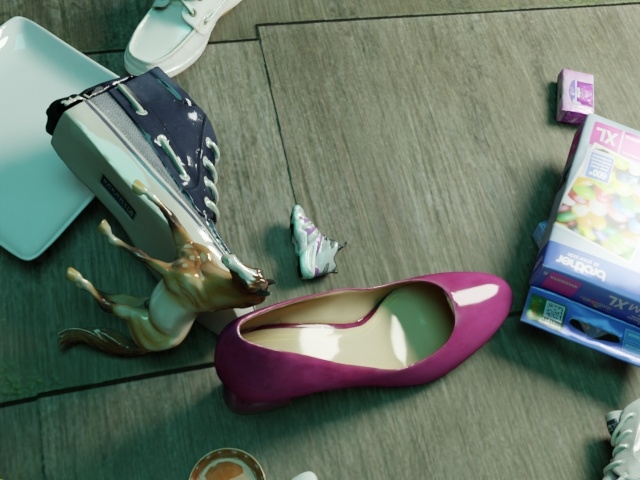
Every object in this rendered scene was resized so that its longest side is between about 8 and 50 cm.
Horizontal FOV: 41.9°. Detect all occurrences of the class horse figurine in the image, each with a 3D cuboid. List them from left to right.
[{"bbox_3d":[-0.179,0.056,0.894,0.174,0.263,0.066,39,35,-10],"label":"horse figurine"}]

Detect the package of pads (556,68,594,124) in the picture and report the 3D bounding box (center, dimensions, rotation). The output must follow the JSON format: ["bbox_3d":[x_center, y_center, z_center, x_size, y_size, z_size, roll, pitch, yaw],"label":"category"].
[{"bbox_3d":[0.370,-0.208,1.212,0.050,0.032,0.083,10,60,-1],"label":"package of pads"}]

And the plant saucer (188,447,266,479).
[{"bbox_3d":[-0.100,0.264,0.893,0.084,0.013,0.083,3,60,-6],"label":"plant saucer"}]

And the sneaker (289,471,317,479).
[{"bbox_3d":[0.069,0.332,0.830,0.297,0.111,0.129,28,55,6],"label":"sneaker"}]

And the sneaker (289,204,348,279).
[{"bbox_3d":[0.000,0.000,1.044,0.069,0.038,0.098,-6,71,-13],"label":"sneaker"}]

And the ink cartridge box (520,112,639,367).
[{"bbox_3d":[0.378,-0.004,1.040,0.186,0.065,0.311,22,62,6],"label":"ink cartridge box"}]

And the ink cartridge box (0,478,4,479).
[{"bbox_3d":[-0.289,0.351,0.690,0.307,0.072,0.303,21,41,-16],"label":"ink cartridge box"}]

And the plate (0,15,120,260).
[{"bbox_3d":[-0.374,-0.133,1.059,0.277,0.045,0.278,32,62,11],"label":"plate"}]

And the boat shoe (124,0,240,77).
[{"bbox_3d":[-0.185,-0.338,1.170,0.098,0.096,0.277,27,61,7],"label":"boat shoe"}]

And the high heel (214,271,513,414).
[{"bbox_3d":[0.069,0.092,0.916,0.377,0.181,0.127,-21,66,-18],"label":"high heel"}]

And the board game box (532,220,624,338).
[{"bbox_3d":[0.405,0.024,1.084,0.212,0.039,0.160,-15,64,-16],"label":"board game box"}]

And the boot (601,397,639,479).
[{"bbox_3d":[0.348,0.253,0.932,0.258,0.095,0.123,-16,51,-18],"label":"boot"}]

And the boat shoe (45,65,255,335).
[{"bbox_3d":[-0.156,-0.058,0.986,0.158,0.127,0.340,-39,91,-35],"label":"boat shoe"}]
